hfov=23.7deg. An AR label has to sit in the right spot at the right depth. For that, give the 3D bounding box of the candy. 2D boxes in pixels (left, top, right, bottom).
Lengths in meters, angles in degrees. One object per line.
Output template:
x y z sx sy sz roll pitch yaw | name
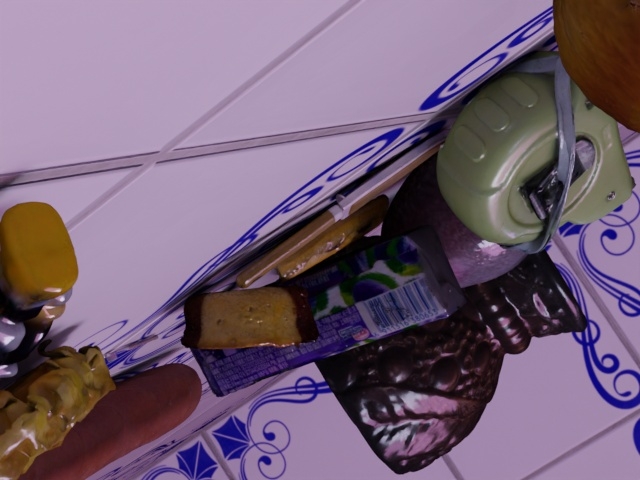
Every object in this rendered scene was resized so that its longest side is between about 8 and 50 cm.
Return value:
-0.001 0.071 1.489 0.312 0.088 0.061 -22 -174 37 | candy

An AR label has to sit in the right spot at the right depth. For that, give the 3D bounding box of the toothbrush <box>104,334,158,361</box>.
-0.182 0.104 1.477 0.006 0.008 0.097 -21 180 25 | toothbrush

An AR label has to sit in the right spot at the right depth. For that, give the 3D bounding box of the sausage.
-0.253 0.210 1.599 0.088 0.088 0.433 -37 173 35 | sausage

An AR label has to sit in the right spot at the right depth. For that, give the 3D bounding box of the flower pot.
0.132 0.083 1.670 0.267 0.266 0.266 -32 174 6 | flower pot

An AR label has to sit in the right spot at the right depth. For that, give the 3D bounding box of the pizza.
0.000 -0.001 1.446 0.160 0.035 0.099 -30 -179 -38 | pizza

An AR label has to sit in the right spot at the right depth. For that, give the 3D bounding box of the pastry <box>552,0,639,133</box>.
0.298 -0.195 0.933 0.356 0.164 0.356 -33 168 -8 | pastry

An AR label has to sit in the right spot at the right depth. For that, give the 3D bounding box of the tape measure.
0.190 -0.073 1.336 0.175 0.106 0.200 -35 144 -9 | tape measure

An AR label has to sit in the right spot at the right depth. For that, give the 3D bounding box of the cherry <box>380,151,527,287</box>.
0.138 -0.024 1.501 0.176 0.140 0.176 -28 179 -1 | cherry

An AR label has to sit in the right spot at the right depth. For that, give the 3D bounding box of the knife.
0.025 -0.034 1.382 0.256 0.022 0.046 -36 168 -14 | knife

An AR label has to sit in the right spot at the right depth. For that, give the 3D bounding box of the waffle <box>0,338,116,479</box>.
-0.281 0.187 1.159 0.302 0.068 0.325 -44 -175 -1 | waffle

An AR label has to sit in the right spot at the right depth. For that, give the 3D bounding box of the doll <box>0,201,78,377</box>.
-0.224 0.094 0.776 0.316 0.103 0.145 -48 176 40 | doll

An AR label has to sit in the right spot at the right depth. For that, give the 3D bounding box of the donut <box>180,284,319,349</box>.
-0.065 0.073 1.415 0.140 0.059 0.140 -5 179 0 | donut
